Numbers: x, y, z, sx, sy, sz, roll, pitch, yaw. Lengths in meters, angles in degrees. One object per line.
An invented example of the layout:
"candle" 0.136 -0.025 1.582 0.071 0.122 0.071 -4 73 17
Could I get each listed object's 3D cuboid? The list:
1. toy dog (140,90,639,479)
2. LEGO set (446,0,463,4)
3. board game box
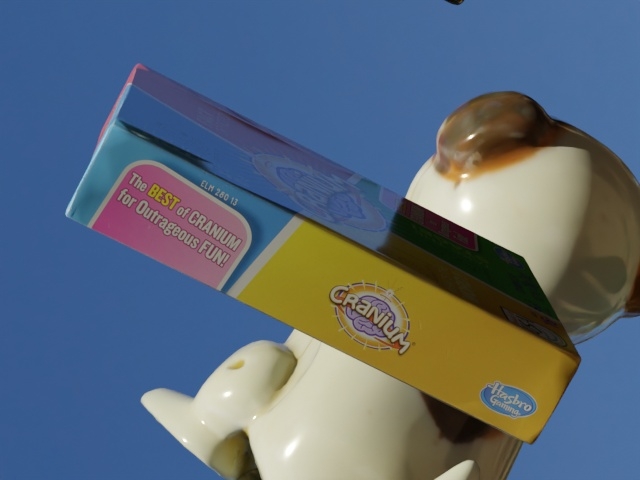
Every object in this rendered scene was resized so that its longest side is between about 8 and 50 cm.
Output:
"toy dog" 0.091 0.069 1.426 0.284 0.395 0.408 40 -99 -3
"LEGO set" 0.007 -0.182 0.705 0.244 0.182 0.060 80 -158 -54
"board game box" 0.000 0.000 1.142 0.316 0.242 0.064 26 -78 -9
